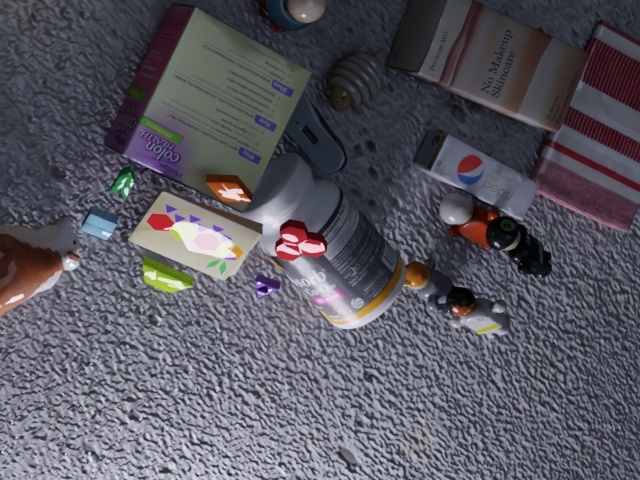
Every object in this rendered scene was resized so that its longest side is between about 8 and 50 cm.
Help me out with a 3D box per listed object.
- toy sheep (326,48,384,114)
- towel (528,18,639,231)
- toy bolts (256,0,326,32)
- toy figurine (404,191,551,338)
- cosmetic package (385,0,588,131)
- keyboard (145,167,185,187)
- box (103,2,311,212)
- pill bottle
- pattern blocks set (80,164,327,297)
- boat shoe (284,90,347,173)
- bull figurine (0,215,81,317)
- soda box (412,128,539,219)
[{"bbox_3d":[0.060,-0.261,2.037,0.091,0.091,0.132,47,68,-26],"label":"toy sheep"},{"bbox_3d":[0.527,-0.204,2.288,0.237,0.037,0.329,23,91,-25],"label":"towel"},{"bbox_3d":[-0.006,-0.430,1.921,0.228,0.158,0.218,-47,116,-8],"label":"toy bolts"},{"bbox_3d":[0.257,0.041,2.125,0.148,0.213,0.209,34,92,-39],"label":"toy figurine"},{"bbox_3d":[0.279,-0.303,2.098,0.296,0.129,0.153,17,96,-26],"label":"cosmetic package"},{"bbox_3d":[-0.219,-0.182,1.961,0.108,0.023,0.180,24,91,-28],"label":"keyboard"},{"bbox_3d":[-0.171,-0.200,1.900,0.213,0.117,0.243,26,90,-27],"label":"box"},{"bbox_3d":[0.000,0.000,2.026,0.162,0.162,0.278,-47,116,-8],"label":"pill bottle"},{"bbox_3d":[-0.185,-0.009,1.914,0.325,0.026,0.285,30,133,-25],"label":"pattern blocks set"},{"bbox_3d":[-0.023,-0.183,2.031,0.065,0.083,0.183,-35,87,7],"label":"boat shoe"},{"bbox_3d":[-0.502,0.049,1.847,0.310,0.101,0.188,-44,112,-11],"label":"bull figurine"},{"bbox_3d":[0.270,-0.113,2.173,0.216,0.069,0.074,25,91,-27],"label":"soda box"}]
